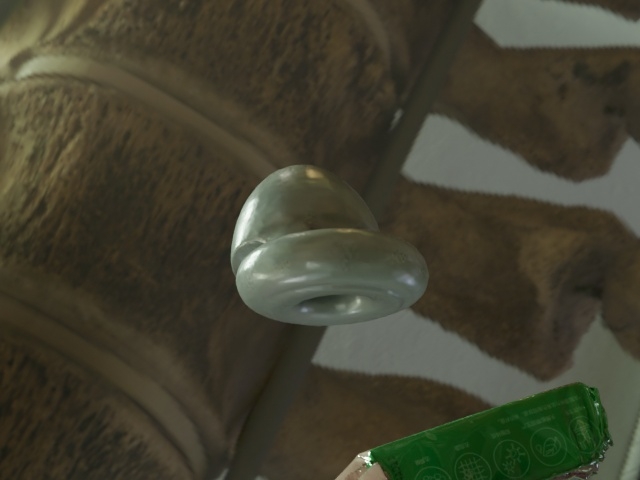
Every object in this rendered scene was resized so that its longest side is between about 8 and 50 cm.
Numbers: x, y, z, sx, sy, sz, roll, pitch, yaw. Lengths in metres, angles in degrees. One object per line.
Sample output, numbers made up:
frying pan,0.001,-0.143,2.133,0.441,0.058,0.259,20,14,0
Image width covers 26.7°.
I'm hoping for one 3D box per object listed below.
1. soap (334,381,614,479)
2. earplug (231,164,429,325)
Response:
soap,0.148,0.232,1.345,0.273,0.218,0.098,-15,-106,-23
earplug,-0.001,0.012,1.556,0.214,0.325,0.175,3,-80,-15
